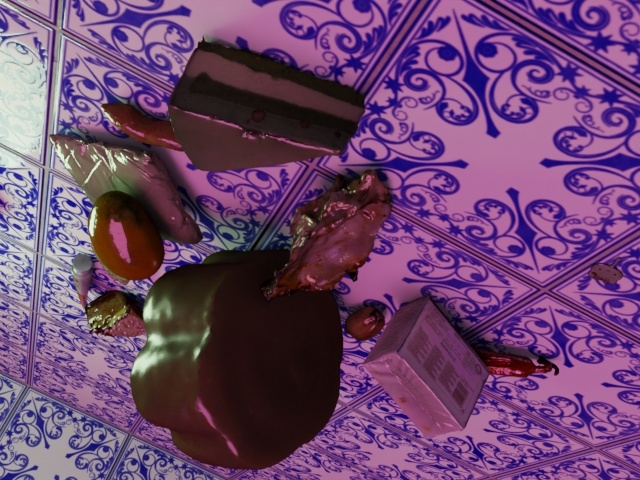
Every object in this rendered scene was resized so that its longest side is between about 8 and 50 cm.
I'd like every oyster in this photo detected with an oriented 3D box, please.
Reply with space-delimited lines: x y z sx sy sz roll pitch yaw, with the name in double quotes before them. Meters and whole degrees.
"oyster" 0.001 -0.006 1.450 0.096 0.221 0.361 54 149 24

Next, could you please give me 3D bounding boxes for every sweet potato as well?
"sweet potato" -0.309 -0.203 1.458 0.218 0.051 0.065 22 147 2

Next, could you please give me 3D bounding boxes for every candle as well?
"candle" 0.370 0.261 1.722 0.301 0.059 0.084 4 141 27

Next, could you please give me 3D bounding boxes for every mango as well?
"mango" -0.402 -0.012 1.601 0.151 0.120 0.221 11 138 31

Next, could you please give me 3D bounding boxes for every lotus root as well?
"lotus root" 0.100 0.190 1.788 0.072 0.063 0.152 48 142 -12

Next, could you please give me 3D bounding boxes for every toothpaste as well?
"toothpaste" -0.661 0.109 2.170 0.057 0.089 0.234 -15 160 -24

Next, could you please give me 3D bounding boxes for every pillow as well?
"pillow" -0.401 -0.113 1.642 0.280 0.076 0.274 13 146 28

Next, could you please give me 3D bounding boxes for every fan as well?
"fan" 0.502 0.051 1.362 0.055 0.004 0.083 21 149 3

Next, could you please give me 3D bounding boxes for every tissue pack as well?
"tissue pack" 0.226 0.265 1.643 0.225 0.185 0.124 49 135 -12

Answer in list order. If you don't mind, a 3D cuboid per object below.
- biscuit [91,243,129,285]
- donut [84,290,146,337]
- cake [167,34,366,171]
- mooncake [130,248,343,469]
"biscuit" -0.508 0.024 1.956 0.141 0.038 0.290 31 147 -11
"donut" -0.574 0.214 2.235 0.186 0.144 0.126 -27 136 19
"cake" -0.080 -0.181 1.251 0.283 0.158 0.172 17 150 4
"mooncake" -0.165 0.244 1.672 0.262 0.467 0.467 -7 138 39
